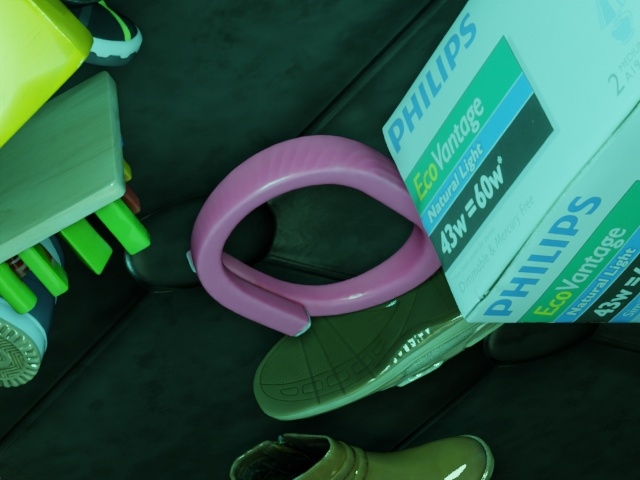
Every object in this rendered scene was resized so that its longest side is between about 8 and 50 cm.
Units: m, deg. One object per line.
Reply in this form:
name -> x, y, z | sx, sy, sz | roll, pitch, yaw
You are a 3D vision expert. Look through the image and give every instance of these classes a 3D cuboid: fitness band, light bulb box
fitness band -> 0.000, 0.000, 1.670 | 0.209, 0.054, 0.291 | -35, 145, 21
light bulb box -> 0.309, -0.116, 1.515 | 0.361, 0.225, 0.358 | 1, 141, -31

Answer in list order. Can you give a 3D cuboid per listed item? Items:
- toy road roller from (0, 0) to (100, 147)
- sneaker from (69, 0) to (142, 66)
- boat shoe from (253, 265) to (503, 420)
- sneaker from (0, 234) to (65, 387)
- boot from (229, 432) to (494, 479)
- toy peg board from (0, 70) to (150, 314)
toy road roller -> -0.247, -0.177, 1.069 | 0.240, 0.202, 0.329 | 43, 77, -18
sneaker -> -0.200, -0.185, 1.270 | 0.234, 0.084, 0.097 | 4, 102, -60
boat shoe -> 0.076, 0.105, 1.816 | 0.302, 0.109, 0.098 | -31, 144, 5
sneaker -> -0.340, -0.004, 1.463 | 0.282, 0.153, 0.099 | 32, 129, -15
boot -> 0.046, 0.264, 2.045 | 0.283, 0.109, 0.220 | -19, 143, 11
toy peg board -> -0.212, -0.029, 1.402 | 0.161, 0.161, 0.079 | -28, 126, 11
